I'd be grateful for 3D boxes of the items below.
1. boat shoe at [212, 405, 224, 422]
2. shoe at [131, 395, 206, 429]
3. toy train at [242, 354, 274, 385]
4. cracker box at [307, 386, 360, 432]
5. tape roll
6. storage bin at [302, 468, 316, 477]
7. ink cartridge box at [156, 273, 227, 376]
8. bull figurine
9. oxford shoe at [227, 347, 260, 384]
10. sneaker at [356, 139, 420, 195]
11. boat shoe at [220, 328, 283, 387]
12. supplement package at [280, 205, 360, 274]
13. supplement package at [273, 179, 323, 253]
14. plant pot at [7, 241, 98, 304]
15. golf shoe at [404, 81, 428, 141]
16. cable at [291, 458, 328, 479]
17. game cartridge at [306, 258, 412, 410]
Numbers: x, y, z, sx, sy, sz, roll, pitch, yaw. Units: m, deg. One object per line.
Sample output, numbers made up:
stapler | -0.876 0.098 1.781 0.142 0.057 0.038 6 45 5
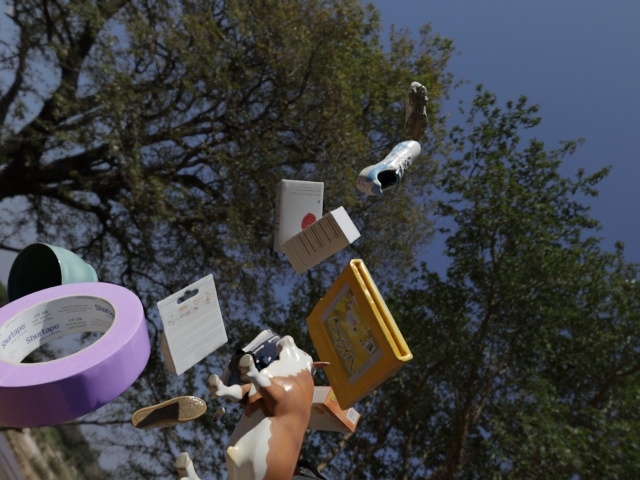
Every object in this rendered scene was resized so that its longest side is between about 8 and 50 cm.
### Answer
boat shoe | -0.430 0.731 1.904 0.035 0.035 0.100 37 -53 8
shoe | -0.463 0.529 1.396 0.058 0.218 0.077 125 -44 -52
toy train | -0.228 0.509 1.705 0.105 0.080 0.184 42 -57 4
cracker box | -0.009 0.545 1.475 0.232 0.067 0.156 -19 -60 43
tape roll | -0.446 0.183 0.790 0.274 0.274 0.090 24 -54 38
storage bin | -0.076 0.866 1.517 0.084 0.180 0.122 15 -54 70
ink cartridge box | -0.365 0.230 1.276 0.066 0.189 0.233 6 -64 39
bull figurine | -0.086 0.268 0.647 0.101 0.311 0.188 -13 -39 35
oxford shoe | -0.259 0.445 1.611 0.227 0.082 0.096 18 -86 50
sneaker | 0.192 -0.184 1.181 0.086 0.237 0.085 29 -37 34
boat shoe | -0.277 0.541 2.015 0.158 0.340 0.127 13 -44 38
supplement package | 0.000 0.000 1.675 0.244 0.139 0.134 -32 -90 25
supplement package | -0.094 -0.093 1.885 0.175 0.177 0.293 -169 -99 -78
plant pot | -0.948 0.162 1.653 0.292 0.196 0.294 -3 -97 24
golf shoe | 0.281 -0.380 1.344 0.086 0.069 0.176 -91 -179 -52
cable | 0.007 0.742 1.350 0.286 0.139 0.072 10 -69 13
game cartridge | 0.079 0.255 1.199 0.324 0.052 0.286 -57 -131 42
